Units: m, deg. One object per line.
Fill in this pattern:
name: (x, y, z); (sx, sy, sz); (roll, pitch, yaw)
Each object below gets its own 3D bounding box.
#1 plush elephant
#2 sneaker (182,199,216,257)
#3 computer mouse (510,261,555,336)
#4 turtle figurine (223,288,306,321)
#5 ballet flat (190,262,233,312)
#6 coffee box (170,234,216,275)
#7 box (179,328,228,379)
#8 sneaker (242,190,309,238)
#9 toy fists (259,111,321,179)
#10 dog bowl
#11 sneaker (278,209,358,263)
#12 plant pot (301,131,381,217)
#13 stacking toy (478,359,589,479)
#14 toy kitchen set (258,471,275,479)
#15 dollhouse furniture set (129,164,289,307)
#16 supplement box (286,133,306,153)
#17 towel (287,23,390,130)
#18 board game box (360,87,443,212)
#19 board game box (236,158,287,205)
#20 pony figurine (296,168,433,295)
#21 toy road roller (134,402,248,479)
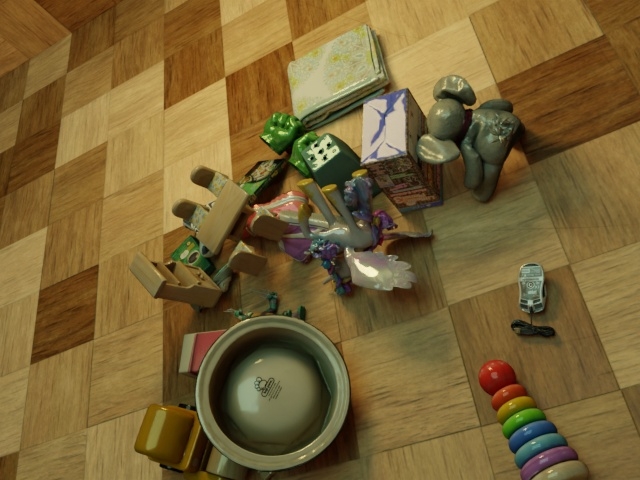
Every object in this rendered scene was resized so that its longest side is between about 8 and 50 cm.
plush elephant: (0.401, -0.297, 1.706); (0.255, 0.330, 0.272); (25, 86, 18)
sneaker: (-0.434, -0.032, 2.237); (0.153, 0.094, 0.235); (-13, 59, 27)
computer mouse: (0.545, 0.150, 1.580); (0.106, 0.042, 0.193); (-4, 69, 35)
turtle figurine: (-0.173, 0.230, 1.927); (0.234, 0.118, 0.175); (2, 25, 30)
ballet flat: (-0.354, 0.164, 2.110); (0.213, 0.072, 0.068); (-43, 78, 5)
coffee box: (-0.460, 0.076, 2.227); (0.113, 0.040, 0.184); (-45, 50, 3)
box: (-0.294, 0.357, 1.904); (0.232, 0.148, 0.127); (-11, 61, 27)
sneaker: (-0.180, -0.055, 2.082); (0.313, 0.116, 0.136); (-22, 57, 20)
toy fists: (-0.082, -0.341, 2.148); (0.279, 0.096, 0.142); (41, 86, 18)
dog bowl: (-0.127, 0.416, 1.675); (0.407, 0.150, 0.408); (2, 66, -4)
sneaker: (0.000, 0.000, 1.971); (0.282, 0.102, 0.161); (9, 107, 15)
plant pot: (0.053, -0.217, 1.951); (0.165, 0.234, 0.166); (-38, 52, 8)
stacking toy: (0.470, 0.416, 1.429); (0.141, 0.141, 0.330); (-33, 48, 12)
toy kitchen set: (-0.155, 0.610, 1.729); (0.083, 0.075, 0.068); (-47, 50, -5)
dollhouse furniture set: (-0.375, -0.009, 1.947); (0.362, 0.256, 0.394); (38, 101, 37)
supplement box: (-0.093, -0.357, 2.238); (0.055, 0.043, 0.083); (10, 71, 33)
towel: (0.058, -0.594, 2.252); (0.374, 0.090, 0.321); (-22, 52, 20)
board game box: (0.245, -0.256, 1.819); (0.141, 0.291, 0.232); (-11, 59, 28)
board game box: (-0.234, -0.203, 2.174); (0.136, 0.030, 0.260); (3, 41, 36)
pony figurine: (0.110, -0.010, 1.757); (0.351, 0.364, 0.303); (-7, 26, 30)
toy road roller: (-0.373, 0.576, 1.773); (0.329, 0.240, 0.203); (2, 67, 32)
